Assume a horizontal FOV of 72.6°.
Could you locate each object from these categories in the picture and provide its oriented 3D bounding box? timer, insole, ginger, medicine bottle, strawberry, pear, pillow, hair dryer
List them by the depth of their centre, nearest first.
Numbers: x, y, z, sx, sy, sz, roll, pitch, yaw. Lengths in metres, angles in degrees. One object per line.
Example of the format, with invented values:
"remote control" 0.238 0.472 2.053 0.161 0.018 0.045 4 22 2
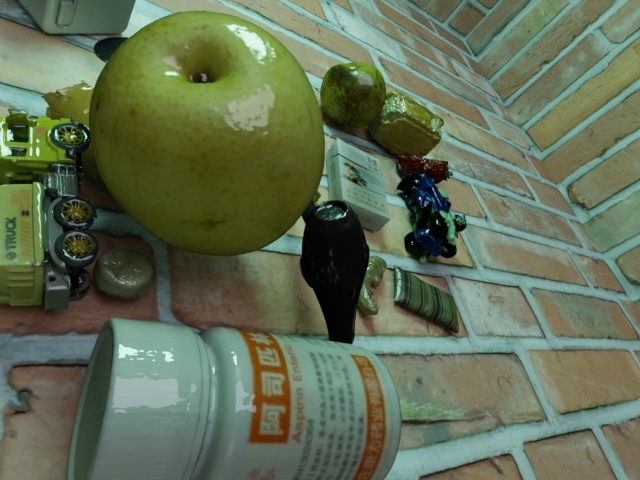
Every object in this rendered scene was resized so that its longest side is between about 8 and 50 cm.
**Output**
"medicine bottle" -0.095 0.220 0.557 0.371 0.211 0.211 17 48 -32
"pear" -0.158 -0.145 0.656 0.348 0.348 0.348 23 44 -25
"hair dryer" 0.000 0.000 0.845 0.120 0.304 0.359 -15 40 -7
"timer" -0.500 -0.555 0.866 0.195 0.192 0.194 50 40 5
"ginger" 0.108 0.092 0.975 0.069 0.051 0.173 31 46 -9
"insole" -0.372 -0.436 1.025 0.109 0.007 0.322 54 40 6
"pillow" 0.260 0.142 1.069 0.203 0.038 0.113 27 43 -21
"pear" 0.096 -0.429 1.300 0.197 0.197 0.197 23 44 -25
"strawberry" 0.333 -0.223 1.389 0.140 0.085 0.192 18 11 36

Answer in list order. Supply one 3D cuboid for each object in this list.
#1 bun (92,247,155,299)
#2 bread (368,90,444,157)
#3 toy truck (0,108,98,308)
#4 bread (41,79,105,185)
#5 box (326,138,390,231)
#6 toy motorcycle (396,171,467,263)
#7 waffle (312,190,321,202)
"bun" -0.293 0.054 0.646 0.086 0.055 0.086 25 31 -16
"bread" 0.270 -0.365 1.401 0.245 0.174 0.121 22 43 -21
"toy truck" -0.395 -0.042 0.585 0.157 0.124 0.272 0 59 -35
"bread" -0.371 -0.184 0.751 0.173 0.085 0.134 49 40 4
"box" 0.095 -0.147 1.146 0.149 0.067 0.233 22 45 -27
"toy motorcycle" 0.309 -0.084 1.248 0.196 0.125 0.331 31 38 -15
"waffle" -0.127 -0.211 0.998 0.297 0.073 0.317 1 59 -40
